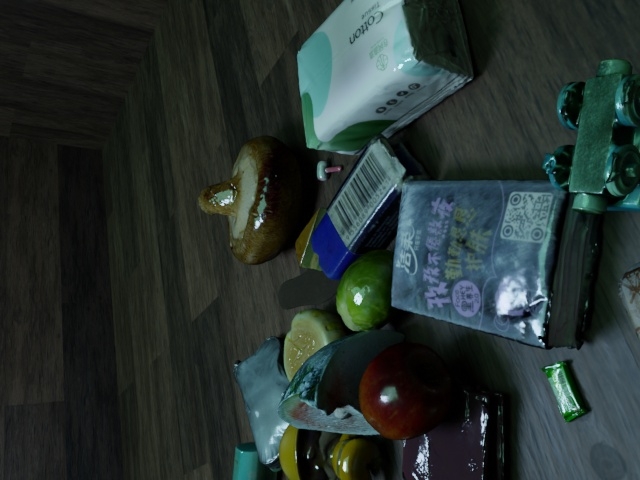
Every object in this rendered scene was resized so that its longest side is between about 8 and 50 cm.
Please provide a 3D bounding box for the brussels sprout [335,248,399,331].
[{"bbox_3d":[0.103,0.105,1.191,0.161,0.144,0.180,-128,53,-65],"label":"brussels sprout"}]

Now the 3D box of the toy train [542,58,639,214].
[{"bbox_3d":[0.400,-0.131,0.769,0.112,0.163,0.203,15,97,57],"label":"toy train"}]

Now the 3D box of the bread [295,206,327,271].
[{"bbox_3d":[0.003,-0.004,1.409,0.139,0.074,0.084,-53,36,35],"label":"bread"}]

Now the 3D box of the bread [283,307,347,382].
[{"bbox_3d":[-0.003,0.268,1.364,0.213,0.105,0.213,-13,73,51],"label":"bread"}]

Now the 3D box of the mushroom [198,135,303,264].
[{"bbox_3d":[-0.160,-0.115,1.568,0.345,0.239,0.345,24,124,41],"label":"mushroom"}]

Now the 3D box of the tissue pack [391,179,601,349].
[{"bbox_3d":[0.274,0.021,0.982,0.361,0.122,0.259,7,90,58],"label":"tissue pack"}]

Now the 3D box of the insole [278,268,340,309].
[{"bbox_3d":[-0.027,0.118,1.505,0.328,0.007,0.111,-28,62,51],"label":"insole"}]

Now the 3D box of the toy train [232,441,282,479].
[{"bbox_3d":[-0.175,0.643,1.528,0.101,0.159,0.248,4,88,51],"label":"toy train"}]

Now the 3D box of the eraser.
[{"bbox_3d":[0.101,-0.061,1.258,0.332,0.102,0.155,-58,45,36],"label":"eraser"}]

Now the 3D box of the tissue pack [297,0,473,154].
[{"bbox_3d":[0.112,-0.364,1.192,0.356,0.194,0.266,-31,60,50],"label":"tissue pack"}]

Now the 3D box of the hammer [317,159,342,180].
[{"bbox_3d":[0.024,-0.178,1.447,0.083,0.031,0.052,0,89,49],"label":"hammer"}]

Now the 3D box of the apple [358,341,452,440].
[{"bbox_3d":[0.139,0.269,1.004,0.156,0.147,0.158,51,130,21],"label":"apple"}]

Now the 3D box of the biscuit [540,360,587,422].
[{"bbox_3d":[0.377,0.232,0.889,0.046,0.016,0.089,-44,51,46],"label":"biscuit"}]

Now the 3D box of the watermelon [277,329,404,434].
[{"bbox_3d":[0.039,0.325,1.146,0.213,0.320,0.289,47,117,12],"label":"watermelon"}]

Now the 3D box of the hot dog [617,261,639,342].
[{"bbox_3d":[0.460,0.113,0.747,0.108,0.059,0.191,-42,51,47],"label":"hot dog"}]

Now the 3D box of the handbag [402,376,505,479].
[{"bbox_3d":[0.236,0.354,1.032,0.203,0.074,0.216,-6,79,56],"label":"handbag"}]

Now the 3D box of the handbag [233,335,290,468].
[{"bbox_3d":[-0.130,0.412,1.520,0.191,0.075,0.332,-44,48,17],"label":"handbag"}]

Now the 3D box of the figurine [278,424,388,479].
[{"bbox_3d":[0.014,0.467,1.263,0.257,0.167,0.192,-20,59,52],"label":"figurine"}]
